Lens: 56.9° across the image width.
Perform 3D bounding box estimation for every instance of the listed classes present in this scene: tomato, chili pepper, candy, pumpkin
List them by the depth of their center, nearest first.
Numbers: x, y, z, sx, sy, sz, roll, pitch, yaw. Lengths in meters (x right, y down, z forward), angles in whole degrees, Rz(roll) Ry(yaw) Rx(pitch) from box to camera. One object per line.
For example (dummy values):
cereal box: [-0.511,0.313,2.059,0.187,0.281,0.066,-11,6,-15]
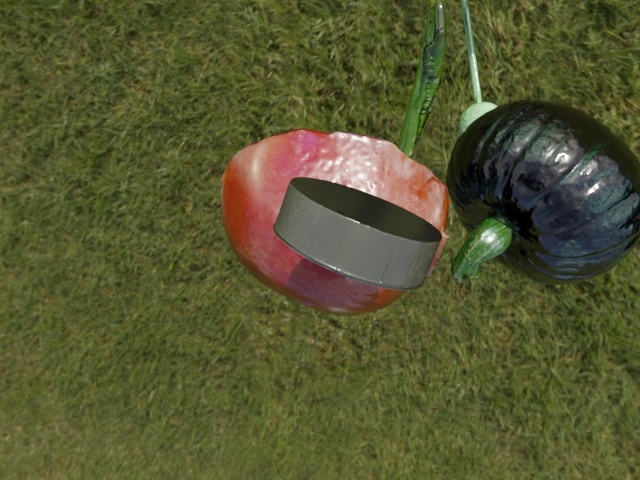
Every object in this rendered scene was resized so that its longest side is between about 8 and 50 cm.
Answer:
pumpkin: [0.252,-0.037,0.726,0.248,0.248,0.247,4,117,8]
tomato: [0.002,0.005,0.748,0.309,0.170,0.308,6,140,5]
chili pepper: [0.223,-0.343,1.277,0.077,0.085,0.358,19,116,17]
candy: [0.382,-0.426,1.476,0.119,0.119,0.439,-9,80,14]

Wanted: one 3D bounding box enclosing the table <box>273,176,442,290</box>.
table: [0.031,-0.009,0.486,0.134,0.133,0.043,20,106,-1]
